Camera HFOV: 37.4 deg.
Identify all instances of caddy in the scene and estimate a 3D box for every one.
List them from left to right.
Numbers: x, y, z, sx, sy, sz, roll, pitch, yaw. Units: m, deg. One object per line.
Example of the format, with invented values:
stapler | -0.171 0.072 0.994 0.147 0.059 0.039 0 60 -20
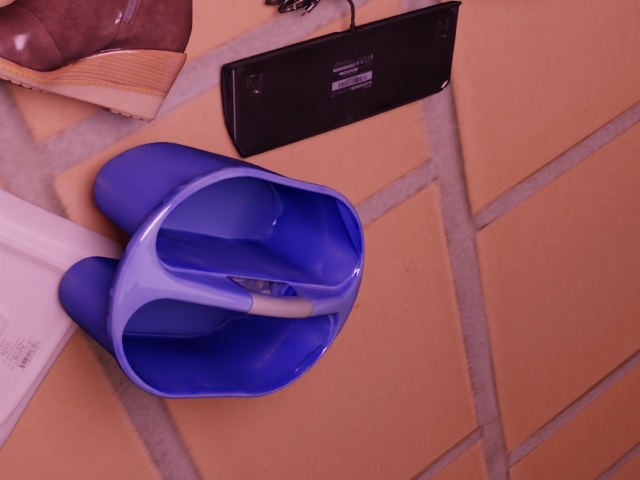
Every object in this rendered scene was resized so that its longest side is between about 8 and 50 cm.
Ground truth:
caddy | -0.093 0.037 0.974 0.341 0.179 0.241 9 105 -50

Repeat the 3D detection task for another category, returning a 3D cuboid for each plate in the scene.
plate | -0.354 0.081 0.916 0.278 0.045 0.277 31 94 -46

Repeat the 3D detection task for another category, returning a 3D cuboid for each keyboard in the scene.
keyboard | 0.030 -0.219 1.054 0.317 0.033 0.202 -22 134 -29

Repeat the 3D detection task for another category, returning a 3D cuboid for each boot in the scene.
boot | -0.218 -0.230 0.829 0.248 0.090 0.207 12 96 -41

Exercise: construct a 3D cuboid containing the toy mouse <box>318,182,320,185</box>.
toy mouse | 0.000 0.000 1.162 0.161 0.031 0.143 -11 122 -34
